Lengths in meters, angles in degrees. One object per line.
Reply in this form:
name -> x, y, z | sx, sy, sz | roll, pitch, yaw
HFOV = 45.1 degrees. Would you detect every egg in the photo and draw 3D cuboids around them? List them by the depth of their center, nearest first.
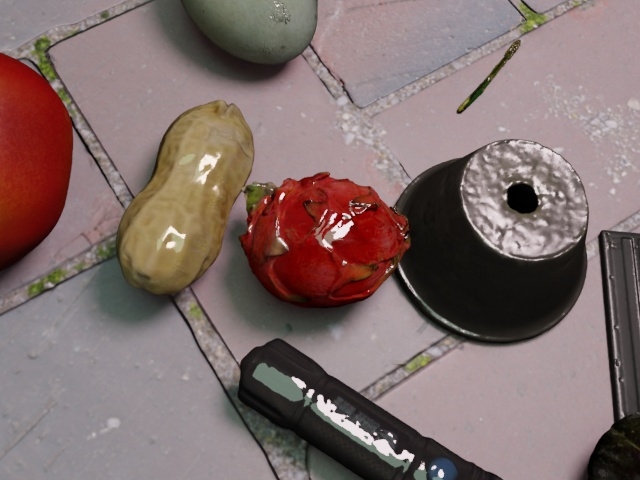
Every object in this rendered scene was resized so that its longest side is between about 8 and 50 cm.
egg -> -0.102, -0.345, 1.061 | 0.236, 0.169, 0.169 | 44, 71, 11

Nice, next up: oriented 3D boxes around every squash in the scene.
squash -> 0.398, 0.279, 0.854 | 0.193, 0.156, 0.193 | -10, 58, 16

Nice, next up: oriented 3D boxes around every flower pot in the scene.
flower pot -> 0.227, -0.021, 0.959 | 0.269, 0.166, 0.268 | 2, 66, -3

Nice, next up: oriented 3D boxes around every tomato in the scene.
tomato -> -0.411, -0.095, 0.892 | 0.226, 0.298, 0.298 | -15, 65, -46

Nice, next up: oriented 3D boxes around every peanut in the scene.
peanut -> -0.163, -0.058, 0.963 | 0.130, 0.130, 0.290 | 18, 61, 3

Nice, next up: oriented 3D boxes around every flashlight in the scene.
flashlight -> 0.092, 0.248, 0.873 | 0.424, 0.103, 0.103 | 32, 69, 10

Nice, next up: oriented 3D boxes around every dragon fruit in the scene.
dragon fruit -> 0.000, 0.000, 0.926 | 0.210, 0.172, 0.172 | 10, 67, 11

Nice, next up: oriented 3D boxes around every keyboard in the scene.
keyboard -> 0.419, 0.065, 1.011 | 0.104, 0.041, 0.380 | 6, 73, -3

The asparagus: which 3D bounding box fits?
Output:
asparagus -> 0.250, -0.242, 1.132 | 0.016, 0.013, 0.166 | 42, 71, 1
